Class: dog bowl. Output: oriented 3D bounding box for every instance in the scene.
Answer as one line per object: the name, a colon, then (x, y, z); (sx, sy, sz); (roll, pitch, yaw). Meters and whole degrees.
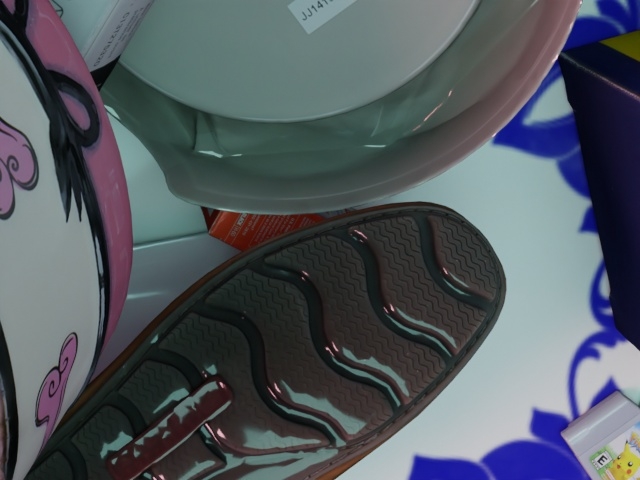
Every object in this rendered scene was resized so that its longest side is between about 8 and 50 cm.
dog bowl: (-0.267, -0.032, 0.987); (0.150, 0.408, 0.408); (-42, 113, -42)
dog bowl: (-0.024, -0.192, 1.082); (0.348, 0.102, 0.349); (2, 110, 4)

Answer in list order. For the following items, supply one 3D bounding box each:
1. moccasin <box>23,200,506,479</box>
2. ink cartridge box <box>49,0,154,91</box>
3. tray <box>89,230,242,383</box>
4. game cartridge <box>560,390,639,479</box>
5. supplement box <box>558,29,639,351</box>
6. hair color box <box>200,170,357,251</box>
moccasin: (-0.060, 0.115, 1.100); (0.380, 0.147, 0.139); (-43, 84, -5)
ink cartridge box: (-0.247, -0.208, 1.021); (0.371, 0.069, 0.176); (40, 122, 5)
tray: (-0.163, 0.085, 1.174); (0.270, 0.030, 0.145); (-10, 76, -11)
game cartridge: (0.200, 0.141, 1.292); (0.056, 0.017, 0.083); (-37, 108, -4)
supplement box: (0.351, -0.054, 1.178); (0.356, 0.195, 0.194); (-16, 107, -6)
hair color box: (0.000, 0.000, 1.188); (0.141, 0.072, 0.043); (27, 102, -15)
